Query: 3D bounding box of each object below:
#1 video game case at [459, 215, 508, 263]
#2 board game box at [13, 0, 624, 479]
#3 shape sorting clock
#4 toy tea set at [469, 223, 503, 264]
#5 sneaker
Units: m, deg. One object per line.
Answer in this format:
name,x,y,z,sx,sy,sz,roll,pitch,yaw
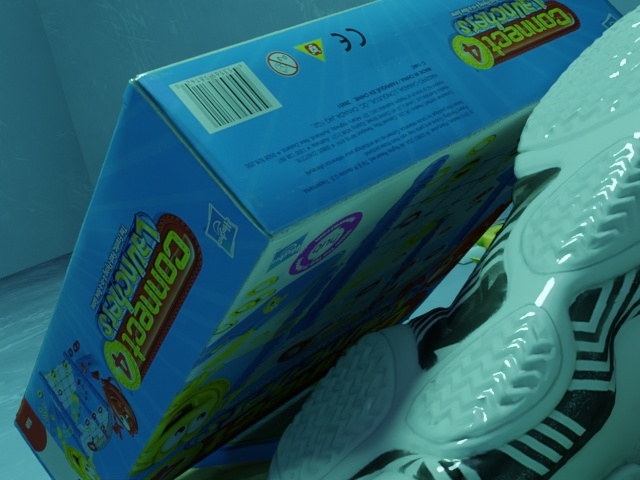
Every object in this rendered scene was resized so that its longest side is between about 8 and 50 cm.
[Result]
video game case,0.226,-0.004,1.237,0.157,0.019,0.143,-18,8,-14
board game box,0.000,0.000,0.540,0.308,0.086,0.302,-29,-19,-40
shape sorting clock,-0.002,0.126,0.639,0.206,0.040,0.206,-25,4,2
toy tea set,0.272,-0.025,0.724,0.200,0.124,0.336,-15,13,-29
sneaker,0.133,0.080,0.395,0.366,0.210,0.137,-53,17,-11
